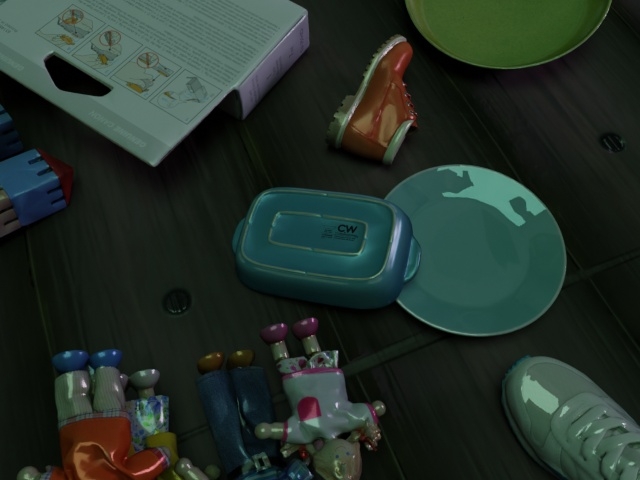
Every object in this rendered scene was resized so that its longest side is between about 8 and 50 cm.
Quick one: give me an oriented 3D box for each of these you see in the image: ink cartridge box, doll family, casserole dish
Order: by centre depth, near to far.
[{"bbox_3d":[-0.082,0.169,0.444,0.263,0.118,0.163,-6,54,-23],"label":"doll family"},{"bbox_3d":[0.000,0.000,0.544,0.189,0.037,0.114,8,66,14],"label":"casserole dish"},{"bbox_3d":[-0.206,-0.227,0.658,0.296,0.066,0.261,32,69,14],"label":"ink cartridge box"}]

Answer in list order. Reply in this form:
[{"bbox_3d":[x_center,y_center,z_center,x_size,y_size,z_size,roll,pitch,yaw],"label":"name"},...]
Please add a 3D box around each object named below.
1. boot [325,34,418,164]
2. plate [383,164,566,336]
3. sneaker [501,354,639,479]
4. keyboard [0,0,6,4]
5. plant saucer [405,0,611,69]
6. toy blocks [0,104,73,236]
[{"bbox_3d":[0.078,-0.154,0.635,0.085,0.059,0.157,26,73,9],"label":"boot"},{"bbox_3d":[0.143,0.008,0.564,0.188,0.024,0.188,0,62,1],"label":"plate"},{"bbox_3d":[0.237,0.176,0.436,0.087,0.092,0.228,-34,66,-15],"label":"sneaker"},{"bbox_3d":[-0.296,-0.303,0.737,0.256,0.014,0.072,-10,68,-5],"label":"keyboard"},{"bbox_3d":[0.223,-0.303,0.699,0.241,0.037,0.240,-3,71,8],"label":"plant saucer"},{"bbox_3d":[-0.430,-0.106,0.558,0.261,0.190,0.381,-33,67,-29],"label":"toy blocks"}]
